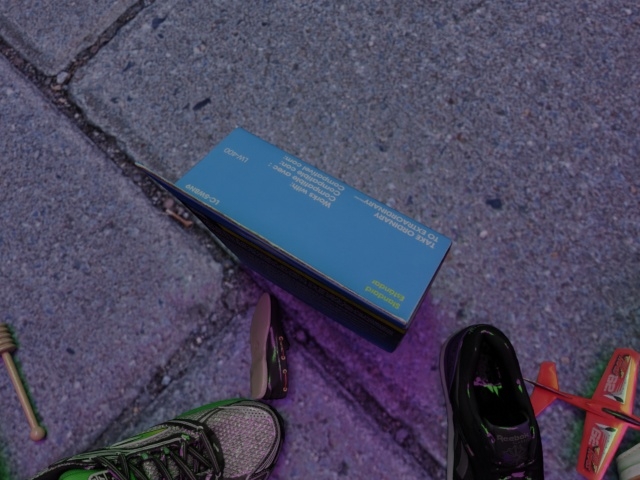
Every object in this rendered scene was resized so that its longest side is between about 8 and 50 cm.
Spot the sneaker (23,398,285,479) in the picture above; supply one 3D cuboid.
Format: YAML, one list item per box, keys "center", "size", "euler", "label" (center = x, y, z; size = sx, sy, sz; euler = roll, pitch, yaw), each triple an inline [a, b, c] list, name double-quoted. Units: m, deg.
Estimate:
- center: [-0.187, 0.266, 0.557]
  size: [0.343, 0.146, 0.134]
  euler: [-20, 69, -27]
  label: "sneaker"

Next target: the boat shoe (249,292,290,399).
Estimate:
- center: [-0.062, 0.131, 0.669]
  size: [0.042, 0.049, 0.133]
  euler: [12, 61, -29]
  label: "boat shoe"

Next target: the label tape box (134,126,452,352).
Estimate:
- center: [0.000, 0.000, 0.545]
  size: [0.240, 0.334, 0.106]
  euler: [30, 79, 12]
  label: "label tape box"

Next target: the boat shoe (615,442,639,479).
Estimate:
- center: [0.440, 0.185, 0.589]
  size: [0.277, 0.098, 0.096]
  euler: [-30, 43, 6]
  label: "boat shoe"

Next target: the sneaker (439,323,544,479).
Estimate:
- center: [0.187, 0.232, 0.574]
  size: [0.107, 0.124, 0.284]
  euler: [-11, 74, 2]
  label: "sneaker"

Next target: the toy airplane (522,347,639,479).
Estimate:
- center: [0.299, 0.187, 0.606]
  size: [0.151, 0.028, 0.151]
  euler: [-12, 61, 23]
  label: "toy airplane"

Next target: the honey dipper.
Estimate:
- center: [-0.389, 0.182, 0.690]
  size: [0.030, 0.030, 0.161]
  euler: [-31, 78, -4]
  label: "honey dipper"
